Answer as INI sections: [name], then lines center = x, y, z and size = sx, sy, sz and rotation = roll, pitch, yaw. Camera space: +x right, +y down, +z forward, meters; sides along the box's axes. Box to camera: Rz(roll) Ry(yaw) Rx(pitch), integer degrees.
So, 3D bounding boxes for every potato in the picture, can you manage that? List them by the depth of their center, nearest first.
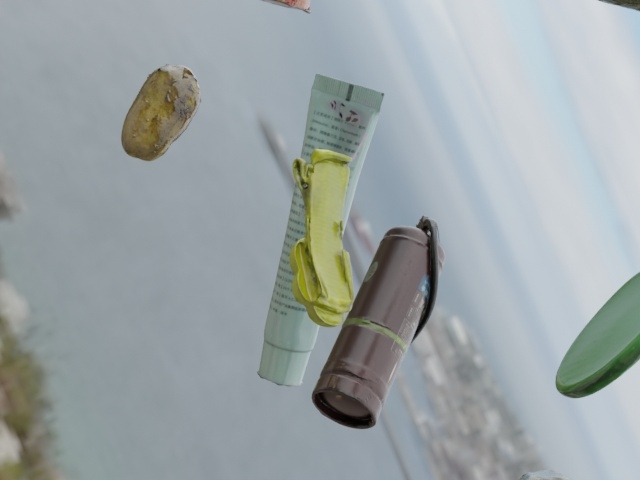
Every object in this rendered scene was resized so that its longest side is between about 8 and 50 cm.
[potato]
center = -0.125, -0.100, 1.414
size = 0.051, 0.083, 0.040
rotation = 34, 3, 42

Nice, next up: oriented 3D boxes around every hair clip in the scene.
[hair clip]
center = 0.000, 0.000, 1.716
size = 0.072, 0.046, 0.173
rotation = 13, 66, -39

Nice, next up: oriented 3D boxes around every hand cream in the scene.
[hand cream]
center = -0.009, -0.007, 1.902
size = 0.058, 0.085, 0.331
rotation = -12, 118, -56

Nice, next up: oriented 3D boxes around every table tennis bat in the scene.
[table tennis bat]
center = 0.301, 0.043, 1.619
size = 0.039, 0.257, 0.160
rotation = 42, -14, -9

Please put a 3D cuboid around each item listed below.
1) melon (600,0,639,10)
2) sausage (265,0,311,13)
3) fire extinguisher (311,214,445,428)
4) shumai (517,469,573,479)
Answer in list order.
[melon]
center = 0.366, -0.395, 1.924
size = 0.237, 0.237, 0.302
rotation = -70, 172, -82
[sausage]
center = -0.019, -0.330, 1.484
size = 0.074, 0.074, 0.274
rotation = -64, 165, -83
[fire extinguisher]
center = 0.093, 0.096, 2.455
size = 0.105, 0.341, 0.141
rotation = 29, -30, -6
[shumai]
center = 0.191, 0.406, 1.456
size = 0.348, 0.395, 0.395
rotation = 37, 1, 8
